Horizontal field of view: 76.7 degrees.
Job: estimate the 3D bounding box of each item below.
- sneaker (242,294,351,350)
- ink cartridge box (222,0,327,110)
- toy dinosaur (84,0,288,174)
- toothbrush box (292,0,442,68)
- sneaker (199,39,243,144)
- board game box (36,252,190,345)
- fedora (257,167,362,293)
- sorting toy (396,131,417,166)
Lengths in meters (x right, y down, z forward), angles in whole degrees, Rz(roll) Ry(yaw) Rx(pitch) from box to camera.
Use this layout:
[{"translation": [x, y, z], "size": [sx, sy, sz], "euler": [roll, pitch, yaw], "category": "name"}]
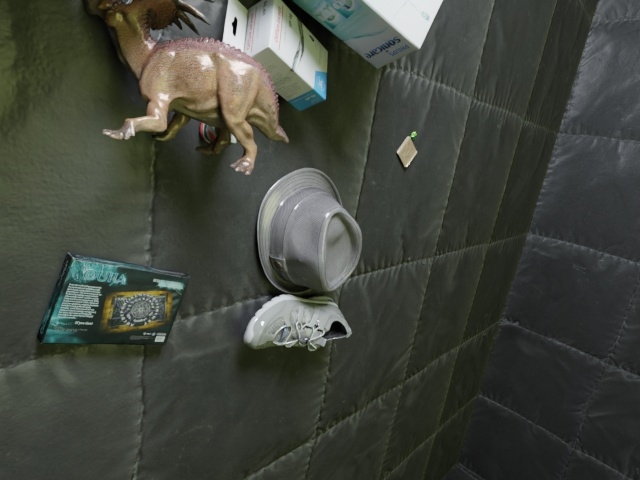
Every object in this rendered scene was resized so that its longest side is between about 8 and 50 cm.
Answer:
[{"translation": [-0.036, 0.183, 0.866], "size": [0.281, 0.115, 0.105], "euler": [-4, 125, -47], "category": "sneaker"}, {"translation": [-0.063, -0.302, 0.641], "size": [0.180, 0.060, 0.104], "euler": [24, 63, -51], "category": "ink cartridge box"}, {"translation": [-0.144, -0.207, 0.504], "size": [0.295, 0.127, 0.200], "euler": [13, 105, -28], "category": "toy dinosaur"}, {"translation": [0.054, -0.446, 0.600], "size": [0.295, 0.126, 0.216], "euler": [26, 87, -24], "category": "toothbrush box"}, {"translation": [-0.133, -0.221, 0.616], "size": [0.057, 0.075, 0.161], "euler": [5, 103, -49], "category": "sneaker"}, {"translation": [-0.302, 0.096, 0.614], "size": [0.186, 0.026, 0.126], "euler": [20, 92, -50], "category": "board game box"}, {"translation": [0.000, 0.000, 0.829], "size": [0.243, 0.124, 0.276], "euler": [-29, 127, -38], "category": "fedora"}, {"translation": [0.233, -0.243, 1.063], "size": [0.083, 0.012, 0.062], "euler": [-55, 134, -10], "category": "sorting toy"}]
